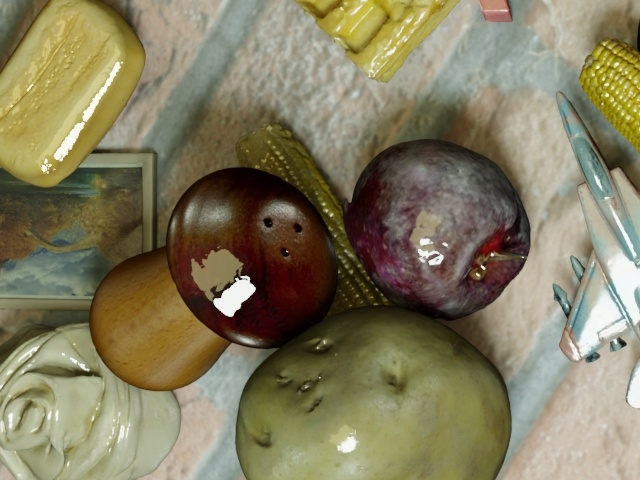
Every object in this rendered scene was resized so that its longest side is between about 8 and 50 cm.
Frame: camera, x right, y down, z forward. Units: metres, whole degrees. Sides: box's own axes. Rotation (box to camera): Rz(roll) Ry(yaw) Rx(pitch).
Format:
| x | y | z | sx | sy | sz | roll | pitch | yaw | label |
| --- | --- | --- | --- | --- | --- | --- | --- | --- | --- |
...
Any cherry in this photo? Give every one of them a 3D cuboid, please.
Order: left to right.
| x | y | z | sx | sy | sz | roll | pitch | yaw | label |
| --- | --- | --- | --- | --- | --- | --- | --- | --- | --- |
| 0.120 | -0.016 | 1.813 | 0.195 | 0.195 | 0.195 | 1 | 92 | 17 | cherry |

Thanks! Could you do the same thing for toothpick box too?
| x | y | z | sx | sy | sz | roll | pitch | yaw | label |
| --- | --- | --- | --- | --- | --- | --- | --- | --- | --- |
| -0.116 | 0.048 | 1.838 | 0.294 | 0.192 | 0.192 | -33 | 81 | 47 | toothpick box |

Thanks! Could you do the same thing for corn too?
| x | y | z | sx | sy | sz | roll | pitch | yaw | label |
| --- | --- | --- | --- | --- | --- | --- | --- | --- | --- |
| 0.000 | 0.000 | 1.900 | 0.086 | 0.086 | 0.288 | -35 | 80 | 15 | corn |
| 0.347 | -0.107 | 1.750 | 0.080 | 0.080 | 0.238 | -43 | 74 | 14 | corn |

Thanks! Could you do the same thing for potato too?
| x | y | z | sx | sy | sz | roll | pitch | yaw | label |
| --- | --- | --- | --- | --- | --- | --- | --- | --- | --- |
| 0.063 | 0.186 | 1.764 | 0.221 | 0.326 | 0.243 | 45 | 107 | 38 | potato |

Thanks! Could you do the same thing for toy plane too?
| x | y | z | sx | sy | sz | roll | pitch | yaw | label |
| --- | --- | --- | --- | --- | --- | --- | --- | --- | --- |
| 0.314 | -0.003 | 1.797 | 0.223 | 0.104 | 0.326 | -26 | 80 | 15 | toy plane |

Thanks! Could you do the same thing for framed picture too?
| x | y | z | sx | sy | sz | roll | pitch | yaw | label |
| --- | --- | --- | --- | --- | --- | --- | --- | --- | --- |
| -0.304 | -0.010 | 2.023 | 0.250 | 0.016 | 0.184 | 2 | 92 | 17 | framed picture |

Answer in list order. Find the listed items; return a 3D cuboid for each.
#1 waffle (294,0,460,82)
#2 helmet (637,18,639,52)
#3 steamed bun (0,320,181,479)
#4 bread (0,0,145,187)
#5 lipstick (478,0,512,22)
| x | y | z | sx | sy | sz | roll | pitch | yaw | label |
| --- | --- | --- | --- | --- | --- | --- | --- | --- | --- |
| 0.034 | -0.308 | 1.864 | 0.168 | 0.057 | 0.274 | -49 | 65 | 11 | waffle |
| 0.434 | -0.227 | 1.723 | 0.279 | 0.160 | 0.230 | -32 | 84 | 16 | helmet |
| -0.283 | 0.187 | 1.957 | 0.211 | 0.144 | 0.218 | -33 | 83 | 14 | steamed bun |
| -0.285 | -0.166 | 1.969 | 0.147 | 0.098 | 0.217 | 42 | 98 | 15 | bread |
| 0.140 | -0.375 | 1.861 | 0.051 | 0.051 | 0.312 | -17 | 88 | 16 | lipstick |
